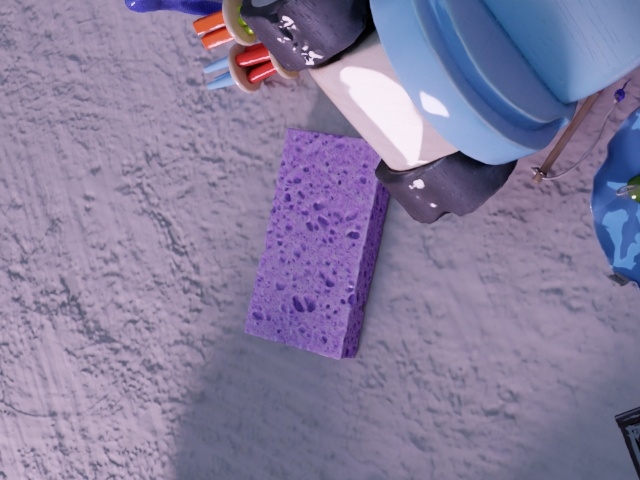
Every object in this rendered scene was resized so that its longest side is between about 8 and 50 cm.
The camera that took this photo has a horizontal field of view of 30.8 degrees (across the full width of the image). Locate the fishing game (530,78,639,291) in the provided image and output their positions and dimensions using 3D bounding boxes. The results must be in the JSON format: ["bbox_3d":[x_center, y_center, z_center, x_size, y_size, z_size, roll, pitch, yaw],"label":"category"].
[{"bbox_3d":[0.297,-0.035,0.915,0.264,0.041,0.189,39,103,28],"label":"fishing game"}]

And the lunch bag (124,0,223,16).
[{"bbox_3d":[-0.078,-0.450,1.092,0.328,0.239,0.385,-32,76,29],"label":"lunch bag"}]

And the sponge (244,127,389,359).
[{"bbox_3d":[0.000,0.000,1.115,0.117,0.031,0.210,13,93,34],"label":"sponge"}]

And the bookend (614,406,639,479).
[{"bbox_3d":[0.259,0.195,0.900,0.156,0.072,0.157,-27,71,29],"label":"bookend"}]

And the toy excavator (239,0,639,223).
[{"bbox_3d":[0.222,-0.259,0.847,0.445,0.222,0.433,-17,35,40],"label":"toy excavator"}]

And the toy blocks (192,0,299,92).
[{"bbox_3d":[-0.072,-0.191,1.127,0.148,0.123,0.054,-14,63,31],"label":"toy blocks"}]
